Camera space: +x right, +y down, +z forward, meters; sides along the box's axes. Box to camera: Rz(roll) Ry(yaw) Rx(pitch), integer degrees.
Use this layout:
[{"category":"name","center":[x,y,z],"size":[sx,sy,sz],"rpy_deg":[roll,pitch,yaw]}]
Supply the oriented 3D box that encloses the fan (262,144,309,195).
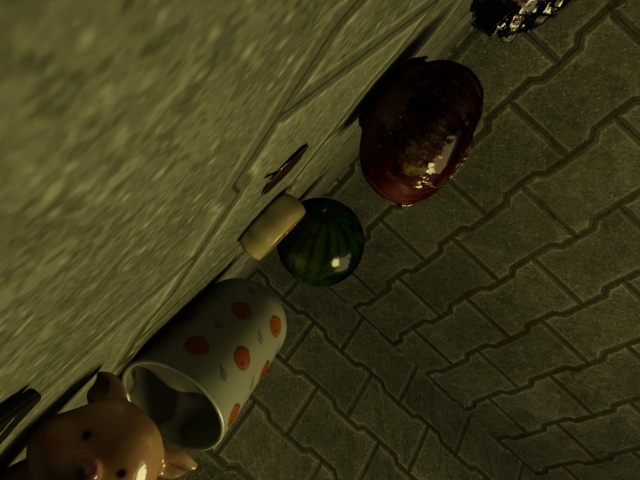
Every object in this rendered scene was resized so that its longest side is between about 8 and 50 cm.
[{"category":"fan","center":[-0.046,-0.080,0.626],"size":[0.085,0.005,0.133],"rpy_deg":[-46,-177,17]}]

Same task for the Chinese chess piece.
[{"category":"Chinese chess piece","center":[-0.078,-0.023,0.868],"size":[0.122,0.051,0.122],"rpy_deg":[-47,-178,2]}]

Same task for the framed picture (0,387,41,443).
[{"category":"framed picture","center":[-0.332,0.252,0.294],"size":[0.347,0.016,0.265],"rpy_deg":[-46,-178,13]}]

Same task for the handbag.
[{"category":"handbag","center":[0.274,-0.339,0.599],"size":[0.228,0.127,0.208],"rpy_deg":[-58,-175,-26]}]

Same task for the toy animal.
[{"category":"toy animal","center":[-0.285,0.287,0.585],"size":[0.248,0.165,0.149],"rpy_deg":[-41,-174,-10]}]

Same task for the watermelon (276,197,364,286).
[{"category":"watermelon","center":[-0.001,0.004,1.425],"size":[0.242,0.242,0.242],"rpy_deg":[-47,-178,2]}]

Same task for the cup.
[{"category":"cup","center":[-0.205,0.224,1.062],"size":[0.212,0.212,0.317],"rpy_deg":[-46,-177,36]}]

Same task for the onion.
[{"category":"onion","center":[0.155,-0.178,0.860],"size":[0.246,0.190,0.246],"rpy_deg":[23,90,-89]}]
